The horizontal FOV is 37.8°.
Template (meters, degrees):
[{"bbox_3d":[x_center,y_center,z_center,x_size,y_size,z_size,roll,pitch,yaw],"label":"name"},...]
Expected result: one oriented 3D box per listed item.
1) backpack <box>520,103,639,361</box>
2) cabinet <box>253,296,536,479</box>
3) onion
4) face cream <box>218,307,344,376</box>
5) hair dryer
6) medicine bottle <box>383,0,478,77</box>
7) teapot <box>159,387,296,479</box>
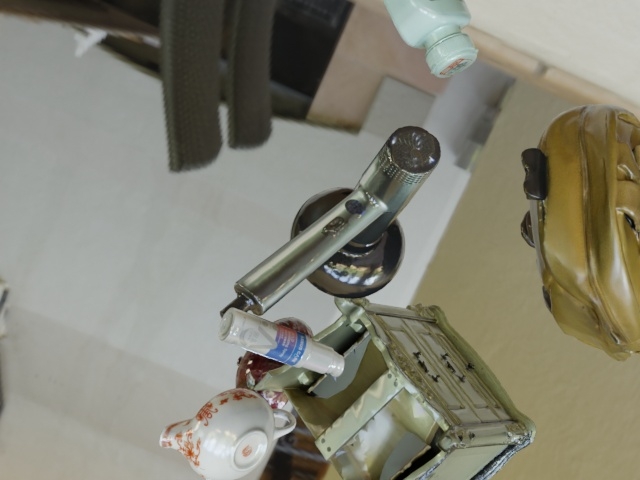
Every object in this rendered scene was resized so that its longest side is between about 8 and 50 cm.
[{"bbox_3d":[0.376,-0.019,1.251,0.201,0.353,0.378,-11,148,24],"label":"backpack"},{"bbox_3d":[0.120,0.258,1.447,0.290,0.227,0.318,53,-161,27],"label":"cabinet"},{"bbox_3d":[-0.089,0.226,1.756,0.151,0.205,0.098,-7,137,46],"label":"onion"},{"bbox_3d":[-0.033,0.101,0.894,0.130,0.034,0.034,24,-169,-25],"label":"face cream"},{"bbox_3d":[-0.011,-0.008,1.112,0.155,0.284,0.320,63,170,12],"label":"hair dryer"},{"bbox_3d":[0.139,-0.335,1.278,0.121,0.083,0.228,-10,-110,-46],"label":"medicine bottle"},{"bbox_3d":[-0.135,0.319,1.537,0.116,0.159,0.246,11,-174,43],"label":"teapot"}]
